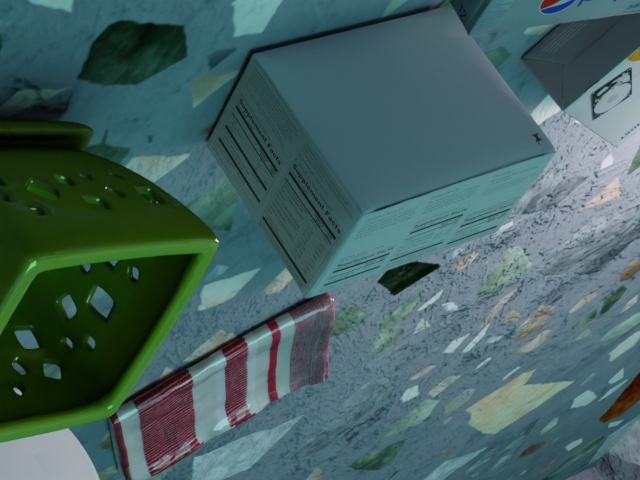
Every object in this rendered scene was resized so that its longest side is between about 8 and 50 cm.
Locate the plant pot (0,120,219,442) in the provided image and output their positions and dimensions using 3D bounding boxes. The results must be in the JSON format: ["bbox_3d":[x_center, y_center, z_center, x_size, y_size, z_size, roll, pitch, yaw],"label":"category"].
[{"bbox_3d":[-0.264,0.022,1.493,0.227,0.207,0.228,-6,136,-52],"label":"plant pot"}]

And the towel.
[{"bbox_3d":[-0.125,0.200,2.318,0.329,0.037,0.237,-29,157,-15],"label":"towel"}]

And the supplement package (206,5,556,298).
[{"bbox_3d":[0.060,-0.094,1.750,0.262,0.204,0.145,-18,155,-36],"label":"supplement package"}]

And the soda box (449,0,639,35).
[{"bbox_3d":[0.256,-0.282,1.741,0.286,0.098,0.091,-11,153,-30],"label":"soda box"}]

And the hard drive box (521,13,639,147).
[{"bbox_3d":[0.367,-0.220,2.095,0.181,0.089,0.232,-41,158,15],"label":"hard drive box"}]

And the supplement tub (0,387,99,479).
[{"bbox_3d":[-0.415,0.329,1.890,0.325,0.235,0.235,-42,157,18],"label":"supplement tub"}]
